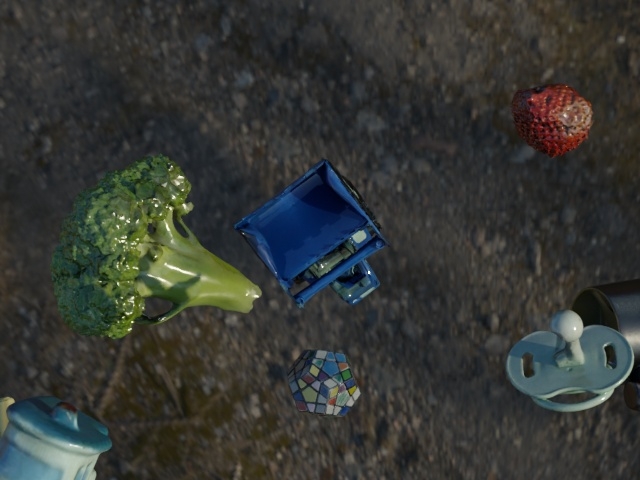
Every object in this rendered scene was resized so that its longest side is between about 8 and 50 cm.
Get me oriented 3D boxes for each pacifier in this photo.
[{"bbox_3d":[0.289,0.133,1.607,0.150,0.116,0.126,-1,46,15],"label":"pacifier"}]

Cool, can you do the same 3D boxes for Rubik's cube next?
[{"bbox_3d":[0.004,0.205,1.969,0.093,0.111,0.111,41,71,-18],"label":"Rubik's cube"}]

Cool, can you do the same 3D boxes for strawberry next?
[{"bbox_3d":[0.252,-0.136,1.506,0.096,0.083,0.083,28,66,-23],"label":"strawberry"}]

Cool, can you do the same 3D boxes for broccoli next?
[{"bbox_3d":[-0.264,0.007,2.003,0.186,0.302,0.254,-10,90,35],"label":"broccoli"}]

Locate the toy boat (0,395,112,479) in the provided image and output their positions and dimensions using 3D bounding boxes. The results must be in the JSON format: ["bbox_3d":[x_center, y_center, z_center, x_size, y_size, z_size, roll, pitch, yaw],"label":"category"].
[{"bbox_3d":[-0.152,0.115,0.639,0.088,0.215,0.102,25,93,14],"label":"toy boat"}]

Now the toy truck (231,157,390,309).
[{"bbox_3d":[0.000,0.000,1.356,0.113,0.208,0.126,-36,74,5],"label":"toy truck"}]

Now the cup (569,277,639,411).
[{"bbox_3d":[0.479,0.143,1.938,0.177,0.166,0.239,-2,22,-22],"label":"cup"}]

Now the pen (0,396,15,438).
[{"bbox_3d":[-0.404,0.322,1.810,0.040,0.032,0.233,-7,90,0],"label":"pen"}]
